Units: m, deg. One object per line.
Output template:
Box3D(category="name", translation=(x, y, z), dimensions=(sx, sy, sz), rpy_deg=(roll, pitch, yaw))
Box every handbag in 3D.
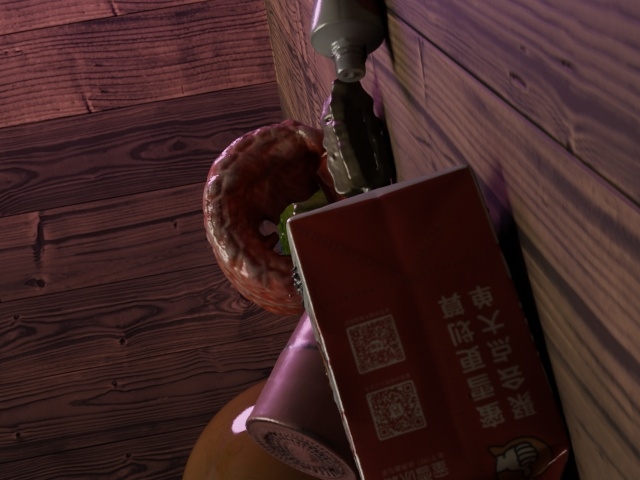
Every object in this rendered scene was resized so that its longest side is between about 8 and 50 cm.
Box3D(category="handbag", translation=(0.087, 0.114, 0.922), dimensions=(0.171, 0.151, 0.298), rpy_deg=(78, 173, -73))

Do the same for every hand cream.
Box3D(category="hand cream", translation=(0.021, -0.322, 1.368), dimensions=(0.124, 0.078, 0.340), rpy_deg=(87, 180, -68))

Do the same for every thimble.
Box3D(category="thimble", translation=(-0.035, -0.027, 1.627), dimensions=(0.162, 0.239, 0.239), rpy_deg=(82, 177, -74))

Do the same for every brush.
Box3D(category="brush", translation=(0.061, -0.041, 1.453), dimensions=(0.084, 0.071, 0.301), rpy_deg=(104, 150, -73))

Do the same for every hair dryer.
Box3D(category="hair dryer", translation=(0.070, 0.192, 1.373), dimensions=(0.210, 0.125, 0.352), rpy_deg=(-62, -39, -25))

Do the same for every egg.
Box3D(category="egg", translation=(-0.014, 0.311, 1.586), dimensions=(0.374, 0.301, 0.301), rpy_deg=(-43, -56, -73))

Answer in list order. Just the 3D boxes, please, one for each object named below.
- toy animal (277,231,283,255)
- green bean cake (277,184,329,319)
Box3D(category="toy animal", translation=(-0.020, -0.006, 2.336), dimensions=(0.179, 0.116, 0.218), rpy_deg=(98, 168, -81))
Box3D(category="green bean cake", translation=(0.000, 0.000, 1.969), dimensions=(0.248, 0.125, 0.222), rpy_deg=(-105, 6, -53))
